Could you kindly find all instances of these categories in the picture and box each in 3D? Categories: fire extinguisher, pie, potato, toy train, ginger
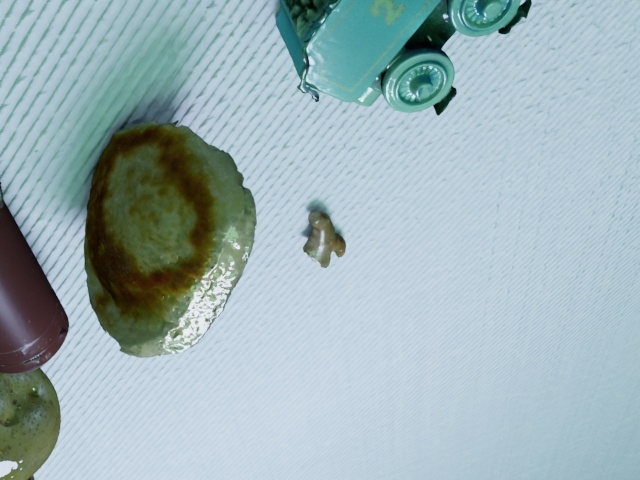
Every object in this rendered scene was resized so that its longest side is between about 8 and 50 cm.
[{"bbox_3d":[-0.299,0.016,0.785,0.104,0.105,0.269,-20,144,-11],"label":"fire extinguisher"},{"bbox_3d":[-0.144,-0.003,0.800,0.084,0.179,0.205,3,129,-43],"label":"pie"},{"bbox_3d":[-0.373,0.208,0.963,0.194,0.157,0.157,-31,147,28],"label":"potato"},{"bbox_3d":[0.062,-0.202,0.747,0.163,0.112,0.203,17,125,-37],"label":"toy train"},{"bbox_3d":[-0.001,0.001,1.027,0.048,0.030,0.097,-54,149,-11],"label":"ginger"}]

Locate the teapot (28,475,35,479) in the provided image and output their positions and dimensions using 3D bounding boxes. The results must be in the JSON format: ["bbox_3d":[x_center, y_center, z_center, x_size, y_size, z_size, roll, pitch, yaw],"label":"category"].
[{"bbox_3d":[-0.410,0.311,1.115,0.110,0.085,0.080,22,123,-24],"label":"teapot"}]
